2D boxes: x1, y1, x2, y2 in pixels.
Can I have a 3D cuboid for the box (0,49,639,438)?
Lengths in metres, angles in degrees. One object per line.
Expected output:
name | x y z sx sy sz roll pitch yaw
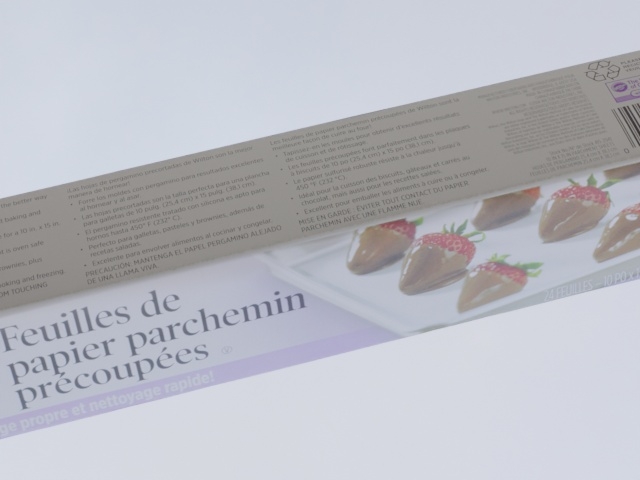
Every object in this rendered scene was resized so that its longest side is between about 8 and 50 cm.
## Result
box | 0.000 0.000 0.683 0.324 0.063 0.067 -14 -138 -7
